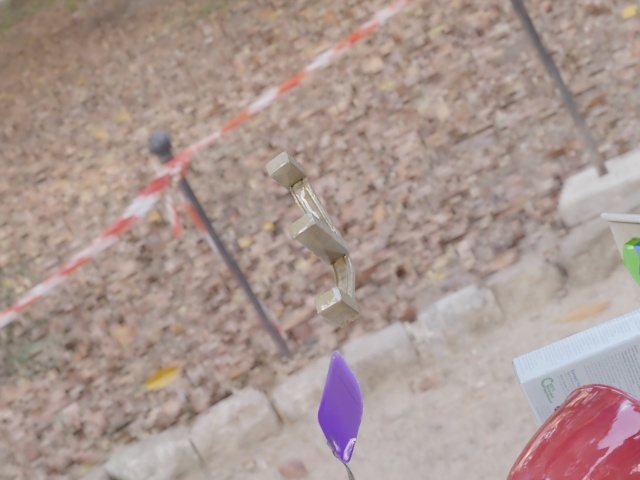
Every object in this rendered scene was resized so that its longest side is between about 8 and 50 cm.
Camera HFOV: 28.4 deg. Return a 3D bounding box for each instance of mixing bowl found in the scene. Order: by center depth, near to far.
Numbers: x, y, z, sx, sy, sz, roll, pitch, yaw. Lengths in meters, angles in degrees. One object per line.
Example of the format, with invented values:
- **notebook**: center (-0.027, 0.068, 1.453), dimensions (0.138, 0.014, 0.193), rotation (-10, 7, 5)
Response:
- **mixing bowl**: center (0.195, 0.205, 0.906), dimensions (0.098, 0.181, 0.181), rotation (-24, 13, -24)

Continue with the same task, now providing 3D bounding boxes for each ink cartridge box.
- **ink cartridge box**: center (0.340, 0.166, 1.324), dimensions (0.224, 0.223, 0.045), rotation (-21, 38, 10)

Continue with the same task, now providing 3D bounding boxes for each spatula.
- **spatula**: center (0.027, 0.252, 1.322), dimensions (0.030, 0.296, 0.084), rotation (-16, 36, -16)

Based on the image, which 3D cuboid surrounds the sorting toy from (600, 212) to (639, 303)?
- **sorting toy**: center (0.411, 0.062, 1.431), dimensions (0.038, 0.208, 0.193), rotation (-34, 16, -19)

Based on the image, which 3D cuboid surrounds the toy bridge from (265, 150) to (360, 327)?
- **toy bridge**: center (0.000, 0.000, 1.103), dimensions (0.026, 0.063, 0.188), rotation (-35, 47, 16)
